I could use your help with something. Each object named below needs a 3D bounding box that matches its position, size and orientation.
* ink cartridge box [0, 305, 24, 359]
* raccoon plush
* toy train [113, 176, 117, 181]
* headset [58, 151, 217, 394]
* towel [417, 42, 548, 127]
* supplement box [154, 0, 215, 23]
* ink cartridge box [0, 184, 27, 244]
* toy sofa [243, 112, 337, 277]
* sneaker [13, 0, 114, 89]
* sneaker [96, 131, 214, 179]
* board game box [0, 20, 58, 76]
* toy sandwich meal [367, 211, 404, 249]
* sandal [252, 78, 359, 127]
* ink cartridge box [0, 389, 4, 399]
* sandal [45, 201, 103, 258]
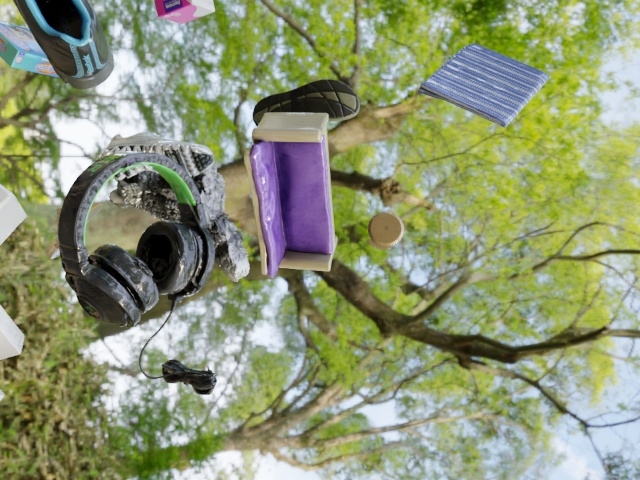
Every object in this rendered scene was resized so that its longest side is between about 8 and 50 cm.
[{"bbox_3d":[-0.915,0.206,1.547,0.066,0.296,0.261,-106,180,-51],"label":"ink cartridge box"},{"bbox_3d":[-0.428,-0.055,1.870,0.299,0.216,0.446,-14,-83,36],"label":"raccoon plush"},{"bbox_3d":[-0.679,-0.211,2.155,0.023,0.083,0.017,-42,-164,21],"label":"toy train"},{"bbox_3d":[-0.259,0.057,1.027,0.185,0.243,0.394,11,-63,37],"label":"headset"},{"bbox_3d":[0.424,-0.402,1.661,0.243,0.336,0.040,29,-45,19],"label":"towel"},{"bbox_3d":[-0.363,-0.680,1.641,0.111,0.114,0.220,-12,-85,22],"label":"supplement box"},{"bbox_3d":[-0.901,-0.148,1.508,0.384,0.160,0.279,42,-18,-8],"label":"ink cartridge box"},{"bbox_3d":[-0.055,-0.091,1.442,0.177,0.150,0.362,-72,161,-52],"label":"toy sofa"},{"bbox_3d":[-0.418,-0.401,0.967,0.341,0.125,0.139,56,-15,-1],"label":"sneaker"},{"bbox_3d":[-0.411,-0.227,1.636,0.110,0.292,0.118,86,7,-47],"label":"sneaker"},{"bbox_3d":[-0.709,-0.469,1.591,0.160,0.210,0.047,42,-72,17],"label":"board game box"},{"bbox_3d":[0.139,-0.020,1.388,0.029,0.085,0.085,90,-11,-77],"label":"toy sandwich meal"},{"bbox_3d":[-0.036,-0.356,1.750,0.302,0.086,0.120,-4,-108,22],"label":"sandal"},{"bbox_3d":[-0.815,0.414,1.317,0.176,0.069,0.371,31,-96,32],"label":"ink cartridge box"},{"bbox_3d":[-0.680,-0.049,1.725,0.079,0.088,0.240,48,-63,-1],"label":"sandal"}]
